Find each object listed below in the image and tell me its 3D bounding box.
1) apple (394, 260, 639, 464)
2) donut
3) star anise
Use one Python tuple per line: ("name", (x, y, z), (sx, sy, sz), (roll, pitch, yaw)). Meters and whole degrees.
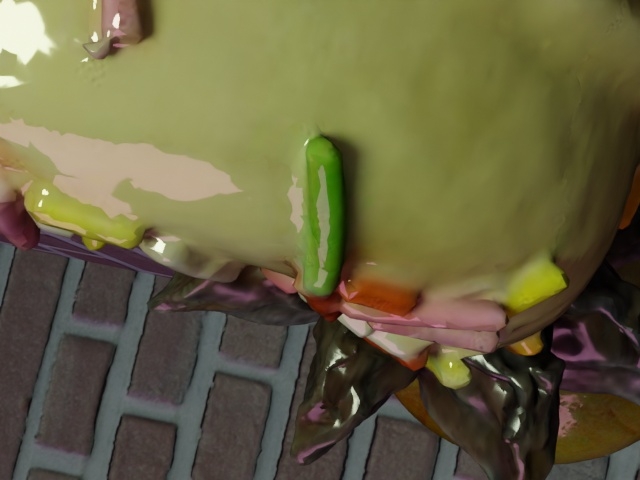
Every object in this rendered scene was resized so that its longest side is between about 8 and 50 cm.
("apple", (0.126, 0.038, 0.927), (0.182, 0.182, 0.155), (9, -165, 29))
("donut", (-0.069, -0.054, 0.559), (0.371, 0.150, 0.307), (9, 168, 15))
("star anise", (0.052, -0.006, 0.748), (0.223, 0.109, 0.236), (39, -136, 26))
